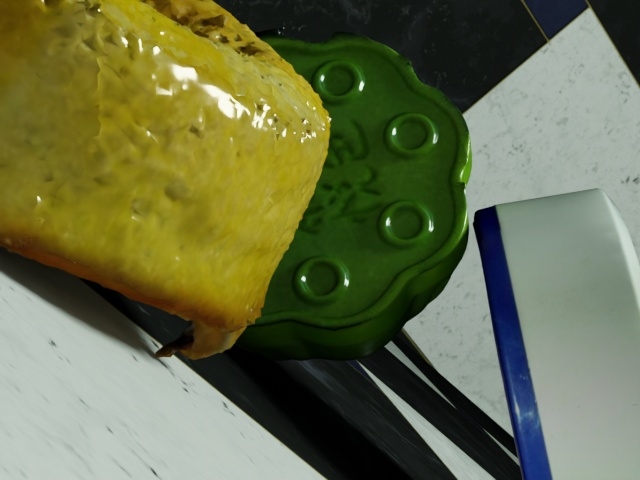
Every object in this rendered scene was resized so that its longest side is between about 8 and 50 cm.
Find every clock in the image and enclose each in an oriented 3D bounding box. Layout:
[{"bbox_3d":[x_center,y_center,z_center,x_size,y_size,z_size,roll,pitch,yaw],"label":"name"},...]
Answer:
[{"bbox_3d":[0.139,0.090,0.816,0.230,0.083,0.230,-9,90,-85],"label":"clock"}]

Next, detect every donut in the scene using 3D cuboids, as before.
[{"bbox_3d":[-0.109,-0.062,0.600,0.253,0.118,0.253,31,13,-8],"label":"donut"}]

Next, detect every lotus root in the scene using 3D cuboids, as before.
[{"bbox_3d":[0.000,0.000,0.870,0.186,0.186,0.186,42,1,-1],"label":"lotus root"}]
